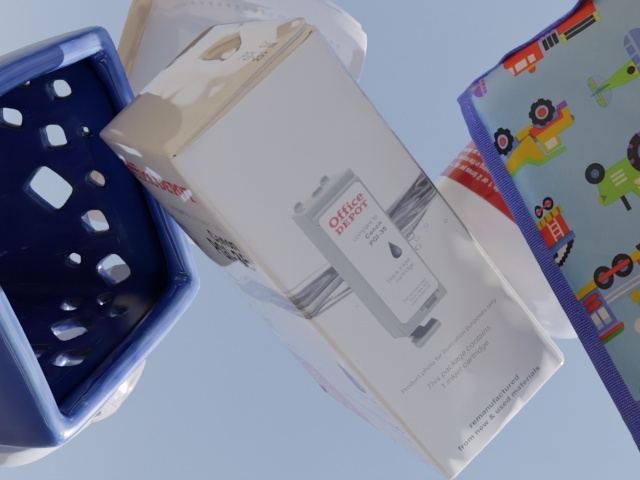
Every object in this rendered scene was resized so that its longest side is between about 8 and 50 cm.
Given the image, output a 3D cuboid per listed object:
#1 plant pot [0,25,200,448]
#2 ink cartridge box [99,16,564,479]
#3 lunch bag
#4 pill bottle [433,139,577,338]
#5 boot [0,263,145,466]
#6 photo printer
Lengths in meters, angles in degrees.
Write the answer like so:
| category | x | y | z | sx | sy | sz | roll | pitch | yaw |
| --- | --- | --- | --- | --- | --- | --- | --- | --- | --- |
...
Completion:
| category | x | y | z | sx | sy | sz | roll | pitch | yaw |
| --- | --- | --- | --- | --- | --- | --- | --- | --- | --- |
| plant pot | -0.253 | 0.000 | 0.728 | 0.212 | 0.236 | 0.235 | -9 | -68 | 22 |
| ink cartridge box | 0.000 | 0.000 | 0.682 | 0.117 | 0.283 | 0.207 | -44 | -157 | -11 |
| lunch bag | 0.226 | -0.048 | 0.589 | 0.221 | 0.138 | 0.293 | -35 | -102 | 28 |
| pill bottle | 0.260 | -0.048 | 1.068 | 0.407 | 0.229 | 0.229 | -47 | -145 | -1 |
| boot | -0.217 | 0.136 | 0.897 | 0.258 | 0.095 | 0.123 | -51 | 162 | -52 |
| photo printer | -0.105 | -0.142 | 1.094 | 0.107 | 0.256 | 0.307 | -110 | -141 | -54 |
